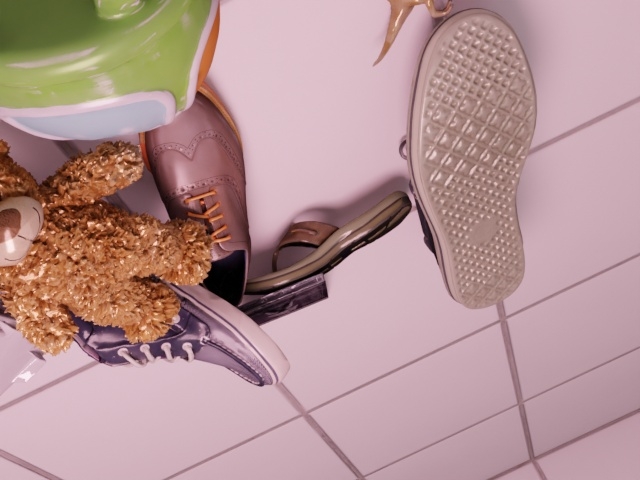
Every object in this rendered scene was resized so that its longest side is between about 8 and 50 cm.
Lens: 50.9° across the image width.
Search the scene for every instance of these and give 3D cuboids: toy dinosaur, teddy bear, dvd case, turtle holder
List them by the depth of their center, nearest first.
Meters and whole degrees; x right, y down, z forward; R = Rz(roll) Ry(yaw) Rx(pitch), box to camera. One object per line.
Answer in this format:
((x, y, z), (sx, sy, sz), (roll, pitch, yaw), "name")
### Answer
((-0.245, -0.190, 0.620), (0.320, 0.243, 0.227), (-31, 158, -8), "turtle holder")
((-0.256, 0.016, 0.735), (0.245, 0.113, 0.338), (-40, 138, -5), "teddy bear")
((0.113, -0.305, 0.825), (0.093, 0.053, 0.183), (4, 127, -9), "toy dinosaur")
((-0.066, 0.106, 1.121), (0.165, 0.018, 0.221), (-22, 168, -2), "dvd case")

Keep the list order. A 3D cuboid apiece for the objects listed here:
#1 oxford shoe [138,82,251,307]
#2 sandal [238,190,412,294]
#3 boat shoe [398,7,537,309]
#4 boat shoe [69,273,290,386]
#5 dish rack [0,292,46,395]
((-0.146, -0.051, 0.897), (0.130, 0.132, 0.363), (-18, 140, -7), "oxford shoe")
((0.001, 0.000, 1.065), (0.303, 0.086, 0.120), (-32, 170, -1), "sandal")
((0.211, -0.108, 0.998), (0.187, 0.156, 0.500), (-20, 132, -2), "boat shoe")
((-0.215, 0.133, 0.926), (0.341, 0.158, 0.127), (37, 151, -4), "boat shoe")
((-0.471, 0.201, 0.793), (0.333, 0.072, 0.285), (-46, 171, -11), "dish rack")
